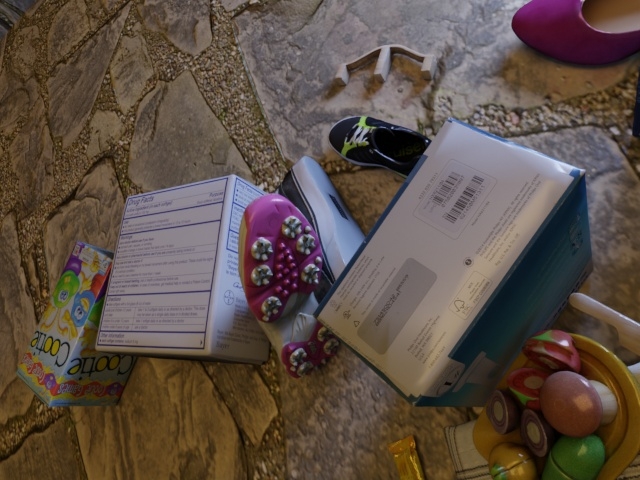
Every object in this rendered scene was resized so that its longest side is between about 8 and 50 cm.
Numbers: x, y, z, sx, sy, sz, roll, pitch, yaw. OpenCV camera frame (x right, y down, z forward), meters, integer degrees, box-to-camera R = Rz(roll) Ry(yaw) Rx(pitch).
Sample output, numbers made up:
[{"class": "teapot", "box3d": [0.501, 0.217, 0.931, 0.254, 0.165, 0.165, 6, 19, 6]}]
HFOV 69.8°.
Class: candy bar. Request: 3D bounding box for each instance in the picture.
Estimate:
[{"class": "candy bar", "box3d": [0.126, 0.331, 0.572, 0.040, 0.018, 0.162, -30, 60, 23]}]

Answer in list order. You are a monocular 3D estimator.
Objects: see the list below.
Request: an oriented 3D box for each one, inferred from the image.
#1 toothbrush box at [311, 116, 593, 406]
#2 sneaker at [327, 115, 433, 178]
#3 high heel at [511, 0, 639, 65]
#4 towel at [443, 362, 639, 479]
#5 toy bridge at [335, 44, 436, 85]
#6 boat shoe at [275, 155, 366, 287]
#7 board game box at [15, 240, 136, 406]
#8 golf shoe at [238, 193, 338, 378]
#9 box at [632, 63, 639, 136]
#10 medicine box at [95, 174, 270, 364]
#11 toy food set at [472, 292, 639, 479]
[{"class": "toothbrush box", "box3d": [0.163, 0.051, 0.481, 0.126, 0.295, 0.216, 37, 95, 37]}, {"class": "sneaker", "box3d": [0.096, -0.159, 0.715, 0.234, 0.097, 0.084, 26, 87, 35]}, {"class": "high heel", "box3d": [0.408, -0.306, 0.526, 0.377, 0.181, 0.127, 10, 79, 33]}, {"class": "towel", "box3d": [0.274, 0.289, 0.403, 0.324, 0.056, 0.312, -42, 53, 43]}, {"class": "toy bridge", "box3d": [0.111, -0.310, 0.803, 0.188, 0.026, 0.063, 9, 76, 33]}, {"class": "boat shoe", "box3d": [-0.003, -0.002, 0.713, 0.105, 0.113, 0.306, -41, 54, 21]}, {"class": "board game box", "box3d": [-0.439, 0.164, 0.899, 0.142, 0.144, 0.275, 19, 84, 34]}, {"class": "golf shoe", "box3d": [-0.064, 0.060, 0.636, 0.115, 0.306, 0.140, -28, 41, -23]}, {"class": "box", "box3d": [0.433, -0.159, 0.476, 0.158, 0.156, 0.093, 31, 92, 35]}, {"class": "medicine box", "box3d": [-0.222, 0.058, 0.801, 0.263, 0.149, 0.289, -6, 70, 30]}, {"class": "toy food set", "box3d": [0.205, 0.152, 0.415, 0.128, 0.071, 0.218, 51, 126, 50]}]
